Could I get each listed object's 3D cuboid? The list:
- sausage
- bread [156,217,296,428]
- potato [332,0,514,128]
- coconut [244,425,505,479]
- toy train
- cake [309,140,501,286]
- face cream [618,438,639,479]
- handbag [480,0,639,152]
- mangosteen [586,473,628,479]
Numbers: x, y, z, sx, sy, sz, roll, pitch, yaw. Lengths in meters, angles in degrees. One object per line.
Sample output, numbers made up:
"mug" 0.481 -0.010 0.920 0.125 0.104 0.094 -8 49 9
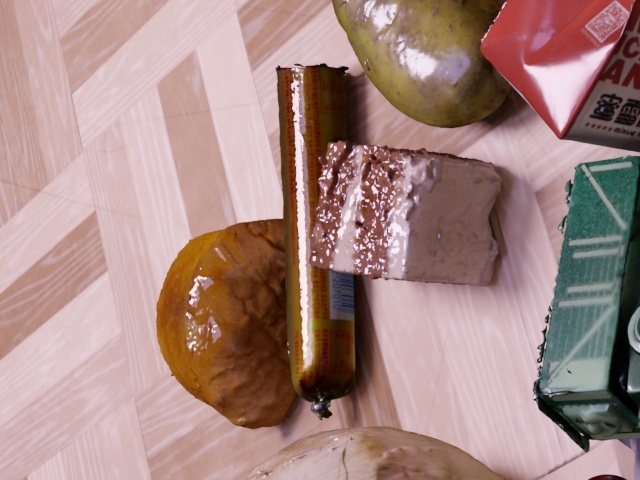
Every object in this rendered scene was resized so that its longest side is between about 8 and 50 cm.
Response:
"sausage" 0.000 0.000 2.011 0.082 0.082 0.371 -13 76 48
"bread" -0.099 0.083 2.076 0.143 0.139 0.229 3 86 58
"potato" 0.104 -0.200 1.891 0.251 0.113 0.149 44 110 34
"coconut" 0.035 0.312 1.784 0.297 0.254 0.297 -11 76 47
"toy train" 0.270 0.042 1.601 0.154 0.115 0.269 -7 58 34
"cake" 0.083 -0.023 1.869 0.147 0.134 0.135 12 96 57
"face cream" 0.325 0.191 1.595 0.291 0.071 0.144 32 107 46
"handbag" 0.288 -0.224 1.626 0.298 0.171 0.151 -59 44 27
"mangosteen" 0.252 0.239 1.678 0.081 0.081 0.081 -10 77 49
